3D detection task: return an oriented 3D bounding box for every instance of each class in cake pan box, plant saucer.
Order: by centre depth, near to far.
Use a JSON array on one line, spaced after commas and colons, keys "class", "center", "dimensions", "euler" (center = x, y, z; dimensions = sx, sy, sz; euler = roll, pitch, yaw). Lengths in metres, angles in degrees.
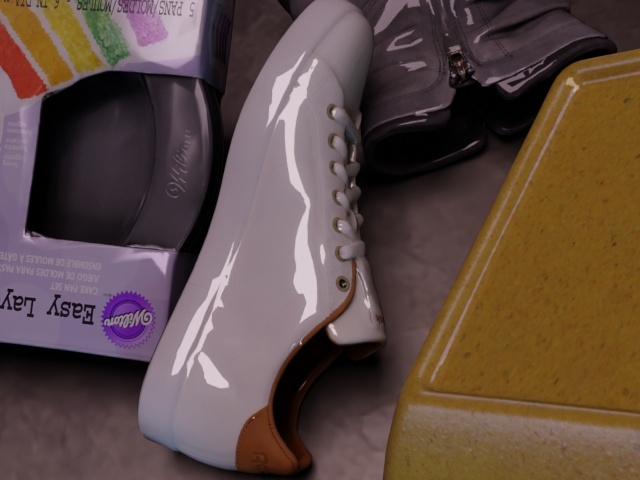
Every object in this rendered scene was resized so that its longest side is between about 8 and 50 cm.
[{"class": "plant saucer", "center": [0.186, 0.007, 0.522], "dimensions": [0.333, 0.081, 0.333], "euler": [-4, 50, 52]}, {"class": "cake pan box", "center": [-0.190, -0.055, 0.701], "dimensions": [0.267, 0.070, 0.245], "euler": [7, 89, 12]}]

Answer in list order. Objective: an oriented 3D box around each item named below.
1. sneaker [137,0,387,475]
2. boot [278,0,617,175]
[{"class": "sneaker", "center": [0.000, 0.000, 0.651], "dimensions": [0.123, 0.106, 0.290], "euler": [17, 85, 19]}, {"class": "boot", "center": [0.145, -0.192, 0.760], "dimensions": [0.338, 0.118, 0.222], "euler": [-34, 56, 6]}]
